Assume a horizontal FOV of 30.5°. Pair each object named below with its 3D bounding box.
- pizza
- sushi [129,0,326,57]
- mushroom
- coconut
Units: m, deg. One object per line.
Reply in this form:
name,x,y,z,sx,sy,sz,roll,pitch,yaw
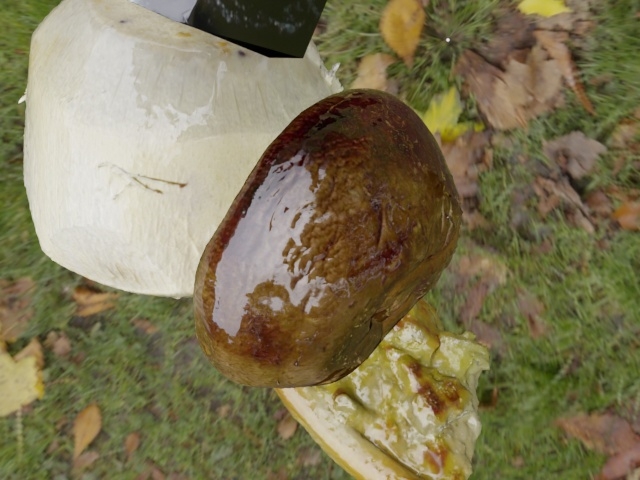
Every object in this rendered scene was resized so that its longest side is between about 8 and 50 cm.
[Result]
pizza,0.066,0.119,1.154,0.323,0.223,0.089,48,143,8
sushi,-0.119,-0.272,0.845,0.227,0.215,0.212,29,104,26
mushroom,0.013,0.008,0.816,0.138,0.194,0.231,32,86,7
coconut,-0.151,-0.103,1.250,0.346,0.346,0.360,14,125,4
